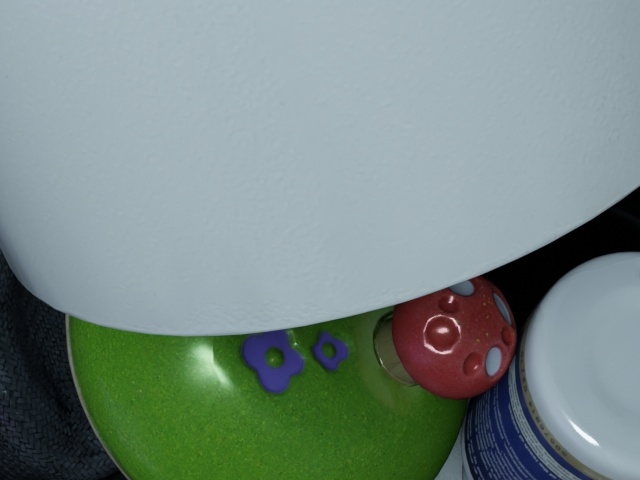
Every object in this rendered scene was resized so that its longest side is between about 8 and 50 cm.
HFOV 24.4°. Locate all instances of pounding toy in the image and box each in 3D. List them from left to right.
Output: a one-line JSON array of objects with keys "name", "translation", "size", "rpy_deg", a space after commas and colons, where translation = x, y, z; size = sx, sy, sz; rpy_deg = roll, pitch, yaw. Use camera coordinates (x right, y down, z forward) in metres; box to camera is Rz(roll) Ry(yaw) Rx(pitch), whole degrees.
[{"name": "pounding toy", "translation": [0.000, 0.000, 0.590], "size": [0.110, 0.183, 0.237], "rpy_deg": [-31, 64, 56]}]

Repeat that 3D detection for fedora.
[{"name": "fedora", "translation": [-0.190, 0.054, 1.020], "size": [0.152, 0.334, 0.334], "rpy_deg": [-19, 102, 57]}]

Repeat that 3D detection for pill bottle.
[{"name": "pill bottle", "translation": [0.112, 0.079, 0.629], "size": [0.094, 0.094, 0.169], "rpy_deg": [53, 158, 15]}]

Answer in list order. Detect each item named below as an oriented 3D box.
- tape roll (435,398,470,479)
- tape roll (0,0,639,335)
[{"name": "tape roll", "translation": [0.050, 0.201, 0.978], "size": [0.392, 0.072, 0.392], "rpy_deg": [47, 157, 27]}, {"name": "tape roll", "translation": [-0.012, -0.109, 0.439], "size": [0.246, 0.246, 0.169], "rpy_deg": [28, 144, 53]}]
